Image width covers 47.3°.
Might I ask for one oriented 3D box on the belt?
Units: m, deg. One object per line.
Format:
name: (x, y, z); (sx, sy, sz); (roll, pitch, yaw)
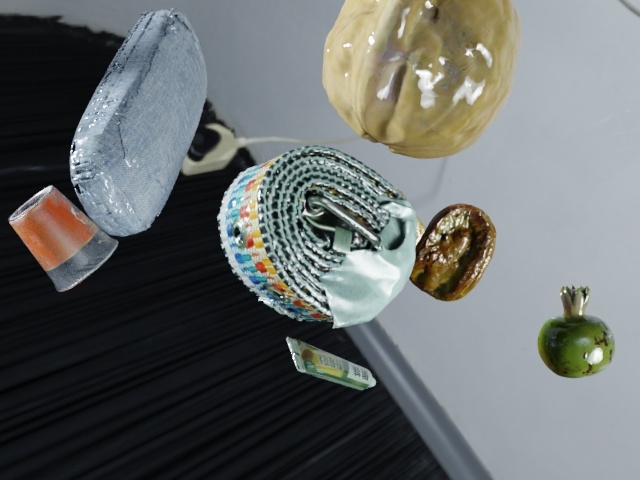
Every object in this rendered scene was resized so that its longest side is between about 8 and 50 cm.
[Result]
belt: (0.000, 0.000, 0.954); (0.257, 0.207, 0.150); (36, 157, -24)

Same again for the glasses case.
glasses case: (-0.167, -0.124, 0.712); (0.067, 0.282, 0.109); (-5, 135, 18)

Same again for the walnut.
walnut: (0.180, -0.344, 1.343); (0.383, 0.383, 0.383); (16, 113, 42)

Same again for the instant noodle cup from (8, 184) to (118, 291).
instant noodle cup: (-0.411, -0.009, 1.155); (0.127, 0.127, 0.135); (-10, 123, 47)

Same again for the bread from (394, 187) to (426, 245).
bread: (0.160, -0.035, 1.439); (0.132, 0.074, 0.053); (52, 175, -14)

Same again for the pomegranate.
pomegranate: (0.383, 0.138, 1.103); (0.114, 0.114, 0.142); (0, 95, 45)

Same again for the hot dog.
hot dog: (0.178, 0.019, 0.997); (0.099, 0.065, 0.147); (33, 119, 4)

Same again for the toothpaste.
toothpaste: (0.019, 0.171, 0.969); (0.031, 0.204, 0.049); (-35, 55, 18)
